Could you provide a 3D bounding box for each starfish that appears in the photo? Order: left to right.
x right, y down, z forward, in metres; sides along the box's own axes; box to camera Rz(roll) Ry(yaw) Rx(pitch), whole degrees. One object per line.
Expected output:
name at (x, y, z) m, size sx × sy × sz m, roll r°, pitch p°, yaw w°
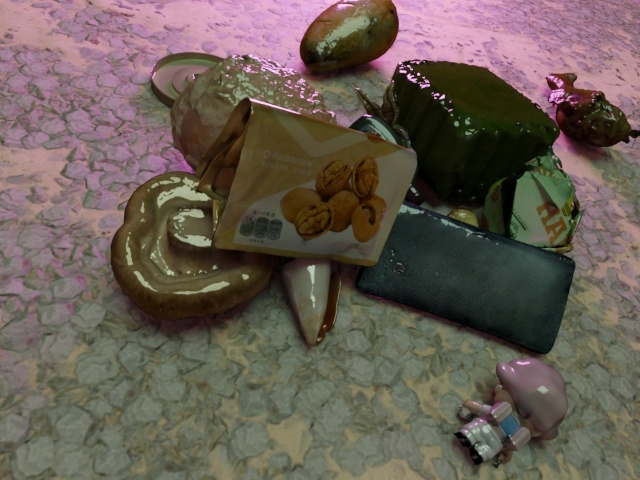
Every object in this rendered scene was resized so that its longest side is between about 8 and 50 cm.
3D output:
starfish at (0.125, -0.242, 1.136) m, size 0.053 × 0.176 × 0.207 m, roll -18°, pitch 93°, yaw -51°

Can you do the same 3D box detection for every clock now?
clock at (-0.283, -0.380, 1.213) m, size 0.235 × 0.029 × 0.234 m, roll 8°, pitch 49°, yaw -10°

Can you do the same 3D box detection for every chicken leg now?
chicken leg at (0.720, -0.383, 1.444) m, size 0.212 × 0.140 × 0.361 m, roll 16°, pitch 34°, yaw -30°

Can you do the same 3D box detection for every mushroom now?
mushroom at (-0.209, 0.006, 0.832) m, size 0.279 × 0.146 × 0.278 m, roll 7°, pitch 57°, yaw -11°

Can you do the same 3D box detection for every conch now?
conch at (-0.007, 0.087, 0.863) m, size 0.094 × 0.104 × 0.176 m, roll -25°, pitch 61°, yaw 2°

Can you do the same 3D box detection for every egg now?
egg at (-0.126, -0.209, 0.966) m, size 0.311 × 0.279 × 0.279 m, roll 6°, pitch 49°, yaw -21°

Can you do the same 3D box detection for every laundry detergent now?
laundry detergent at (0.130, -0.150, 1.079) m, size 0.221 × 0.144 × 0.078 m, roll 53°, pitch 22°, yaw 11°

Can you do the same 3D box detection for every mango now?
mango at (0.076, -0.560, 1.393) m, size 0.330 × 0.175 × 0.176 m, roll -32°, pitch 32°, yaw -13°

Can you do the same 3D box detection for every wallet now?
wallet at (0.267, 0.062, 0.927) m, size 0.379 × 0.046 × 0.190 m, roll 19°, pitch 88°, yaw -2°

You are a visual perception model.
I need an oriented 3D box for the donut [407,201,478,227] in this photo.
donut at (0.232, -0.008, 1.013) m, size 0.217 × 0.085 × 0.141 m, roll 0°, pitch 51°, yaw -18°

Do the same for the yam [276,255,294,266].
yam at (0.000, 0.000, 0.953) m, size 0.170 × 0.068 × 0.068 m, roll -13°, pitch 56°, yaw -26°

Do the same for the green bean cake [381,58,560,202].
green bean cake at (0.331, -0.259, 1.184) m, size 0.335 × 0.218 × 0.319 m, roll -1°, pitch 44°, yaw -25°

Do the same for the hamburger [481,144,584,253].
hamburger at (0.452, -0.079, 1.073) m, size 0.214 × 0.125 × 0.234 m, roll -3°, pitch 89°, yaw -21°

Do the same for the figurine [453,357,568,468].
figurine at (0.312, 0.262, 0.801) m, size 0.229 × 0.112 × 0.137 m, roll -28°, pitch 68°, yaw -22°

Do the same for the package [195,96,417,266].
package at (-0.031, -0.098, 0.827) m, size 0.312 × 0.221 × 0.165 m, roll 6°, pitch 22°, yaw -35°
